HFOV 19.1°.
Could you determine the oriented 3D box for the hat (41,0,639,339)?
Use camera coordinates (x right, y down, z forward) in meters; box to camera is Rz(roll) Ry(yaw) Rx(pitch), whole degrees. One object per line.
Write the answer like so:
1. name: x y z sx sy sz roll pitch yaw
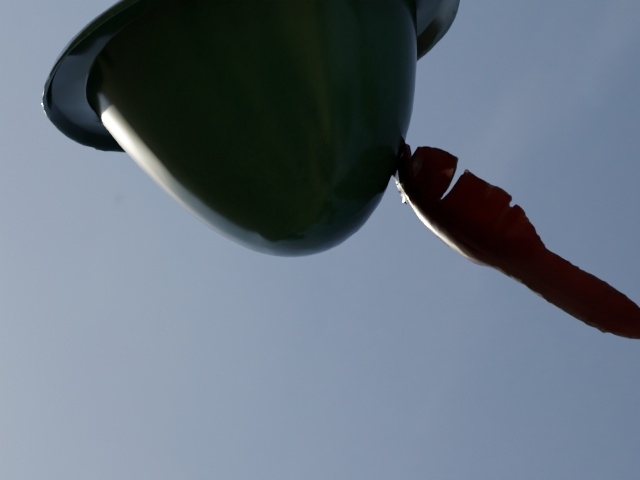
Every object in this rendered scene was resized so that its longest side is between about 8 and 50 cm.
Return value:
1. hat: 0.000 0.000 0.718 0.208 0.173 0.183 100 -27 -73
